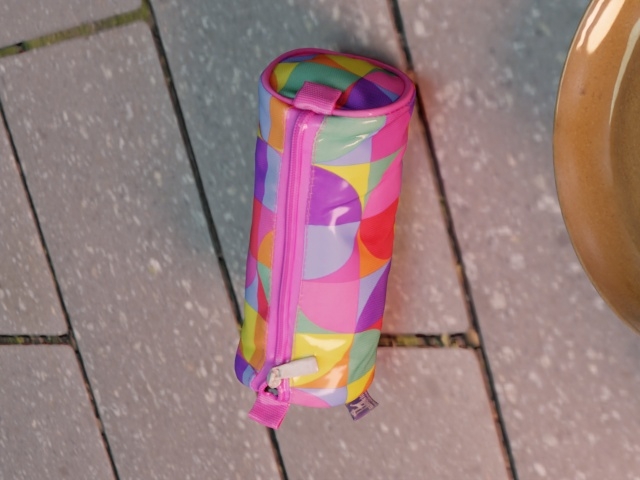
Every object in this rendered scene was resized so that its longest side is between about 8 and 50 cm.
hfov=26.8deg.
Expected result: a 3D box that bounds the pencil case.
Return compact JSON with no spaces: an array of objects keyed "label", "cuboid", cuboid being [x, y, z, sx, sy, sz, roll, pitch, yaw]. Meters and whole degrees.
[{"label":"pencil case","cuboid":[0.000,0.000,0.850,0.104,0.104,0.236,26,124,33]}]

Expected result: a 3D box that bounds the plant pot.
[{"label":"plant pot","cuboid":[0.211,-0.052,0.628,0.236,0.032,0.236,-1,89,50]}]
